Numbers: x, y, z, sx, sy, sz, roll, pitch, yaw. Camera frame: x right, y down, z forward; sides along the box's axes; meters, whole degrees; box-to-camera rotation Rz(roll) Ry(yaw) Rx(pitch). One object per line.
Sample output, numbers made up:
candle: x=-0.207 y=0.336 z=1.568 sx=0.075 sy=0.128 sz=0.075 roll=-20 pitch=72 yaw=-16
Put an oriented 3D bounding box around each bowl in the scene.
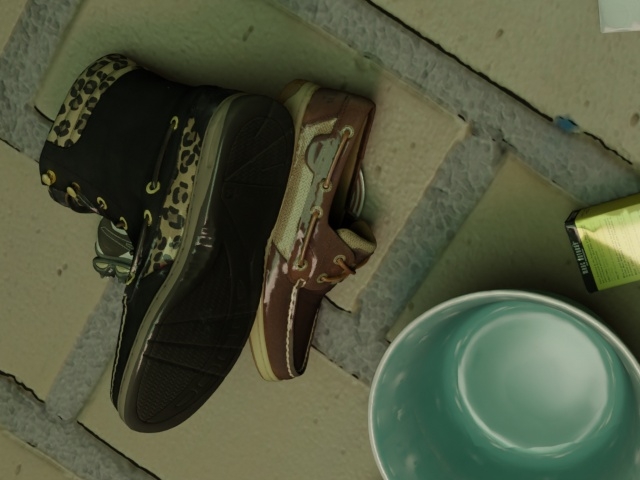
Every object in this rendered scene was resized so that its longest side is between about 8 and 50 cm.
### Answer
bowl: x=0.221 y=0.175 z=1.883 sx=0.311 sy=0.163 sz=0.312 roll=6 pitch=109 yaw=17

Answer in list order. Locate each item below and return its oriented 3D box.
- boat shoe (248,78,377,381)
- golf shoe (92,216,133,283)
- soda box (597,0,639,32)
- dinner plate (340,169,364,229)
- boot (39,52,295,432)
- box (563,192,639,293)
boat shoe: x=0.000 y=0.000 z=1.905 sx=0.123 sy=0.123 sz=0.342 roll=12 pitch=103 yaw=15
golf shoe: x=-0.170 y=0.005 z=2.001 sx=0.198 sy=0.077 sz=0.094 roll=6 pitch=109 yaw=15
soda box: x=0.388 y=-0.254 z=1.742 sx=0.216 sy=0.069 sz=0.074 roll=-1 pitch=107 yaw=19
dinner plate: x=-0.017 y=-0.062 z=1.962 sx=0.141 sy=0.017 sz=0.141 roll=5 pitch=109 yaw=15
boot: x=-0.193 y=-0.011 z=1.892 sx=0.284 sy=0.138 sz=0.378 roll=27 pitch=105 yaw=43
box: x=0.379 y=-0.017 z=1.828 sx=0.232 sy=0.058 sz=0.087 roll=-17 pitch=101 yaw=22
